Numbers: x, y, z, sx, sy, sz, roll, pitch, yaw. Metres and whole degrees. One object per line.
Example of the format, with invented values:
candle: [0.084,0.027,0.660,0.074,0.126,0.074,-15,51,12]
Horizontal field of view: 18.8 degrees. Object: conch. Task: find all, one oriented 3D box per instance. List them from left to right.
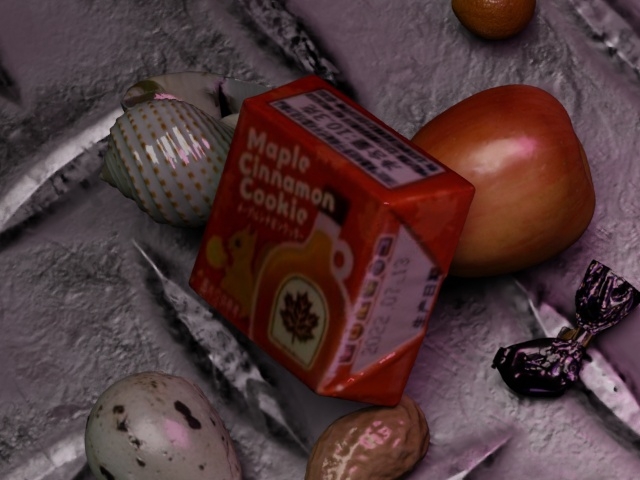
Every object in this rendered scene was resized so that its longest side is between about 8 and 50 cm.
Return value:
conch: [-0.116,-0.081,1.884,0.200,0.172,0.131,3,110,-12]

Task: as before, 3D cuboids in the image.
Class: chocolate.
chocolate: [0.000,0.000,1.757,0.237,0.108,0.234,40,121,39]
chocolate: [0.232,0.088,1.795,0.147,0.070,0.072,-45,77,4]

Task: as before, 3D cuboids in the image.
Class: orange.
orange: [0.172,-0.239,1.916,0.085,0.085,0.085,-4,69,10]

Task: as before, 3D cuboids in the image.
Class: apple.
apple: [0.160,-0.049,1.792,0.199,0.199,0.199,-4,69,10]

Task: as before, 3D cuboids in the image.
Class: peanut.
peanut: [0.026,0.236,1.760,0.104,0.085,0.227,26,74,-8]

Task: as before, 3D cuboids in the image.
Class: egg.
egg: [-0.140,0.195,1.788,0.164,0.131,0.131,35,79,8]
